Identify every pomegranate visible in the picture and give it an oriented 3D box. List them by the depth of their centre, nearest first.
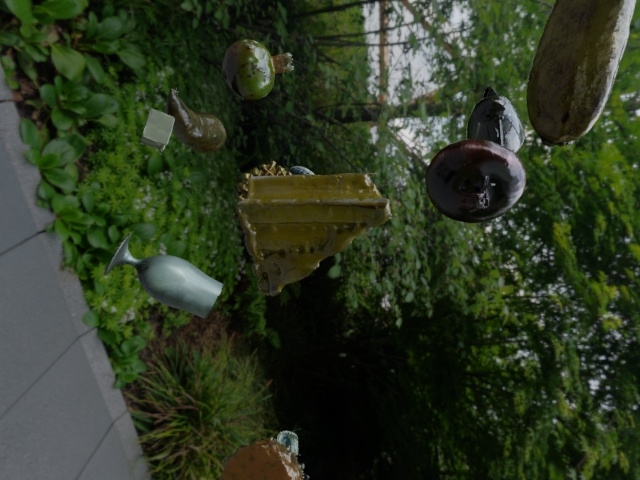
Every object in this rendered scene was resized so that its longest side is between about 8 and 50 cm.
[{"bbox_3d":[-0.178,-0.484,1.185,0.159,0.204,0.159,168,-90,-87],"label":"pomegranate"}]

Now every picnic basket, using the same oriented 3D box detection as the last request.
[{"bbox_3d":[-0.081,0.543,1.127,0.083,0.083,0.065,40,35,-37],"label":"picnic basket"}]

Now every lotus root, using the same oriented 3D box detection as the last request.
[{"bbox_3d":[0.351,-0.258,0.580,0.097,0.110,0.259,-14,117,-43],"label":"lotus root"}]

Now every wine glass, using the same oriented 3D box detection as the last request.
[{"bbox_3d":[-0.290,0.072,0.803,0.093,0.202,0.093,-50,-160,26],"label":"wine glass"}]

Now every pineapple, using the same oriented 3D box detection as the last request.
[{"bbox_3d":[-0.100,0.475,0.840,0.279,0.157,0.158,79,8,-64],"label":"pineapple"}]

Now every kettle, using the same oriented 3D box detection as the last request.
[{"bbox_3d":[0.617,-0.404,1.534,0.251,0.207,0.271,-60,150,-3],"label":"kettle"}]

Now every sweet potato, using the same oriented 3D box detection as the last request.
[{"bbox_3d":[-0.374,-0.339,1.273,0.422,0.130,0.131,-44,129,-85],"label":"sweet potato"}]

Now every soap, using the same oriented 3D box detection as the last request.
[{"bbox_3d":[0.000,0.000,1.019,0.169,0.338,0.305,-80,167,-46],"label":"soap"}]

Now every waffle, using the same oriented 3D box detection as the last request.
[{"bbox_3d":[-0.133,-0.114,1.137,0.038,0.191,0.191,-159,-116,-74],"label":"waffle"}]

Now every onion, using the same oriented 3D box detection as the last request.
[{"bbox_3d":[0.433,-0.149,1.191,0.285,0.272,0.273,-73,160,-50],"label":"onion"}]

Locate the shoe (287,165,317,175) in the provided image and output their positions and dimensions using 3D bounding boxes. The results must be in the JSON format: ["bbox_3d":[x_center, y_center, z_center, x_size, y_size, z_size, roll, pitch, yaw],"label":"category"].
[{"bbox_3d":[-0.039,-0.165,1.239,0.071,0.142,0.064,-48,163,-37],"label":"shoe"}]

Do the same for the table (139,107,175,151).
[{"bbox_3d":[-0.422,-0.281,1.092,0.083,0.062,0.079,-7,-112,61],"label":"table"}]
